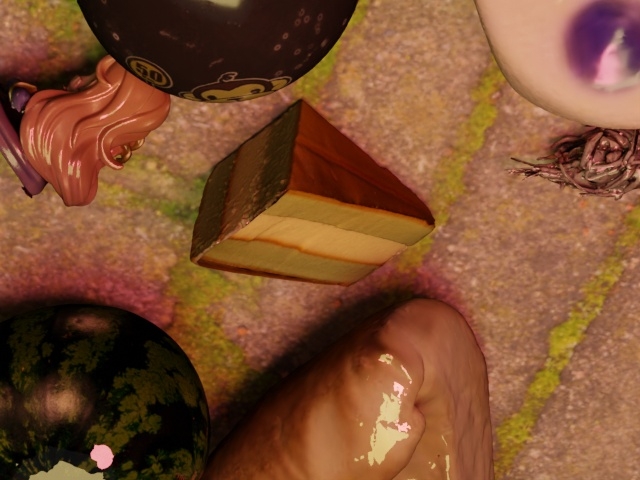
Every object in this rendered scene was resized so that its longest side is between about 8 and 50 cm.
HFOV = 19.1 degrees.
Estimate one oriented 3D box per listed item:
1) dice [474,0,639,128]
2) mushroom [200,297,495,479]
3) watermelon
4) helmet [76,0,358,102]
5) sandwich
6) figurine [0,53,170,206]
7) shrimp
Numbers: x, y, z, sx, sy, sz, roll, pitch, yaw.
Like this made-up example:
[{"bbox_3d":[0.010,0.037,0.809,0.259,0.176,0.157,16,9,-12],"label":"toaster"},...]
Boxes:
[{"bbox_3d":[0.216,-0.277,1.219,0.277,0.304,0.304,-15,127,11],"label":"dice"},{"bbox_3d":[0.004,0.215,1.691,0.314,0.224,0.397,4,122,15],"label":"mushroom"},{"bbox_3d":[-0.217,0.182,1.609,0.269,0.269,0.269,0,128,0],"label":"watermelon"},{"bbox_3d":[-0.073,-0.212,1.363,0.231,0.160,0.278,3,128,-1],"label":"helmet"},{"bbox_3d":[0.000,0.000,1.538,0.117,0.144,0.187,-36,120,27],"label":"sandwich"},{"bbox_3d":[-0.185,-0.088,1.488,0.157,0.114,0.126,-12,142,7],"label":"figurine"},{"bbox_3d":[0.232,-0.067,1.543,0.165,0.056,0.065,-8,144,-6],"label":"shrimp"}]
